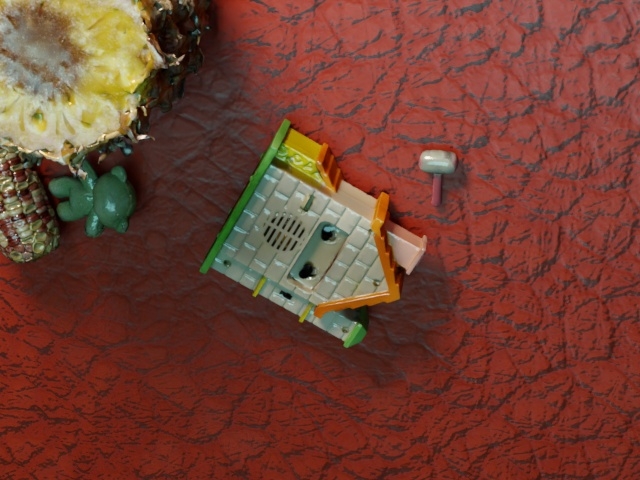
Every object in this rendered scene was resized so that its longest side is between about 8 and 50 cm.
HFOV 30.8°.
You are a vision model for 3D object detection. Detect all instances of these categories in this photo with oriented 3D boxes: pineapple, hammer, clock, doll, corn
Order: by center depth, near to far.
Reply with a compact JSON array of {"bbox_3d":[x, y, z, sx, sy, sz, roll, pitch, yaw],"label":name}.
[{"bbox_3d":[-0.298,-0.270,1.420,0.353,0.300,0.352,4,112,11],"label":"pineapple"},{"bbox_3d":[0.157,-0.081,1.553,0.053,0.031,0.083,6,120,13],"label":"hammer"},{"bbox_3d":[0.000,0.000,1.585,0.255,0.106,0.219,30,117,-6],"label":"clock"},{"bbox_3d":[-0.454,-0.104,1.634,0.098,0.098,0.289,-16,107,18],"label":"corn"},{"bbox_3d":[-0.319,-0.062,1.646,0.150,0.077,0.115,4,103,31],"label":"doll"}]
